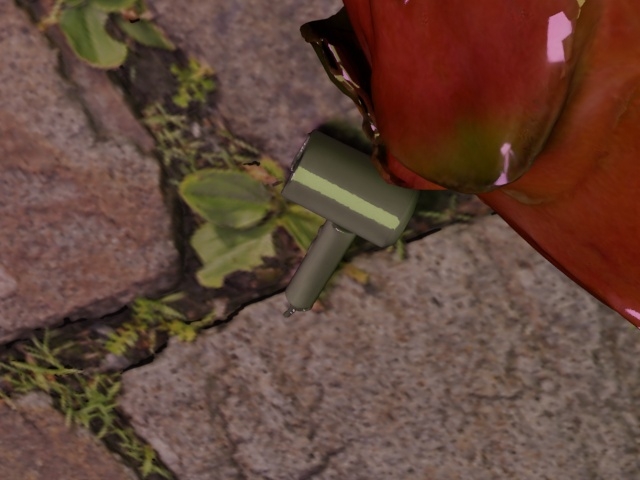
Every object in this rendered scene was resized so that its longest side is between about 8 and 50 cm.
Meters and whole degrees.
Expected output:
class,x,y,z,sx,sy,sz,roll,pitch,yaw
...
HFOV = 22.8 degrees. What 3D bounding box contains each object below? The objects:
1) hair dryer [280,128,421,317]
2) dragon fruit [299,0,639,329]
class,x,y,z,sx,sy,sz,roll,pitch,yaw
hair dryer,0.000,0.000,0.812,0.063,0.038,0.124,27,137,-3
dragon fruit,0.112,-0.136,0.502,0.226,0.305,0.305,39,128,-9
